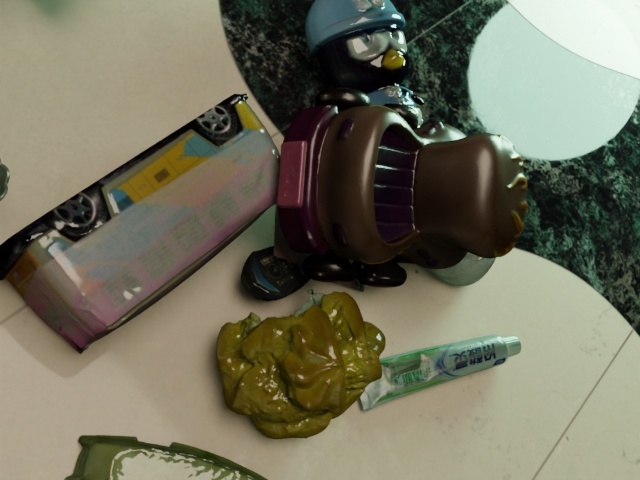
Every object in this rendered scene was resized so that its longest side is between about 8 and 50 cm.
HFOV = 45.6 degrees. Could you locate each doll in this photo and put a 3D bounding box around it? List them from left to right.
[{"bbox_3d":[0.078,-0.296,1.241,0.177,0.141,0.314,-20,85,-34],"label":"doll"}]

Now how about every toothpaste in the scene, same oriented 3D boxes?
[{"bbox_3d":[0.182,0.187,1.150,0.297,0.048,0.074,-9,73,-27],"label":"toothpaste"}]

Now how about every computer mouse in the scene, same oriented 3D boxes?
[{"bbox_3d":[-0.063,0.047,1.078,0.079,0.047,0.135,52,44,8],"label":"computer mouse"}]

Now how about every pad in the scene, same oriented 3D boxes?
[{"bbox_3d":[0.000,0.000,1.119,0.188,0.006,0.113,24,57,-41],"label":"pad"}]

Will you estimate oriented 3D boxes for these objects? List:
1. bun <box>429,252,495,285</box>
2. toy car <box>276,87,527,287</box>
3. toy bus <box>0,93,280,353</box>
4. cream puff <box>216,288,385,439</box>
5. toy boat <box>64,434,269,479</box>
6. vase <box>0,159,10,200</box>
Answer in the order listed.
[{"bbox_3d":[0.223,0.001,1.226,0.141,0.083,0.140,10,64,-21],"label":"bun"},{"bbox_3d":[0.120,-0.066,1.039,0.341,0.240,0.271,5,88,-49],"label":"toy car"},{"bbox_3d":[-0.204,-0.029,0.973,0.386,0.171,0.162,-42,102,-34],"label":"toy bus"},{"bbox_3d":[-0.016,0.160,0.980,0.221,0.195,0.194,-20,80,-30],"label":"cream puff"},{"bbox_3d":[-0.152,0.298,0.918,0.293,0.055,0.093,21,64,-18],"label":"toy boat"},{"bbox_3d":[-0.411,-0.047,0.871,0.081,0.149,0.081,12,66,-28],"label":"vase"}]
